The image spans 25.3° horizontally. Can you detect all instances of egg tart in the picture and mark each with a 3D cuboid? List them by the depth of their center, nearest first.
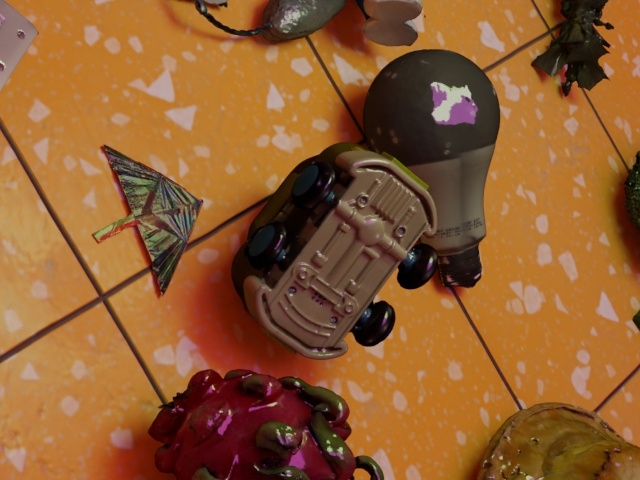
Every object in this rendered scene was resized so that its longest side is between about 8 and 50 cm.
[{"bbox_3d":[0.376,0.402,1.815,0.443,0.178,0.443,23,52,-33],"label":"egg tart"}]

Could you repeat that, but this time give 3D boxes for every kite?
[{"bbox_3d":[-0.198,-0.027,1.639,0.159,0.010,0.190,-16,80,-42],"label":"kite"}]

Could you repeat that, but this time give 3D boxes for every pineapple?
[{"bbox_3d":[0.406,-0.364,2.241,0.119,0.130,0.277,59,35,-47],"label":"pineapple"}]

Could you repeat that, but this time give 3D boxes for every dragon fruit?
[{"bbox_3d":[-0.050,0.246,1.526,0.218,0.198,0.273,-45,135,0],"label":"dragon fruit"}]

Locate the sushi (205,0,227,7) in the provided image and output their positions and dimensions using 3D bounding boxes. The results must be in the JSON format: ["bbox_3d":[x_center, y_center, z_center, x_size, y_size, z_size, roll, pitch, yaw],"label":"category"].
[{"bbox_3d":[-0.236,-0.434,1.758,0.290,0.050,0.264,10,79,-40],"label":"sushi"}]

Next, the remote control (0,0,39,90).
[{"bbox_3d":[-0.437,-0.269,1.508,0.277,0.055,0.103,40,50,-22],"label":"remote control"}]

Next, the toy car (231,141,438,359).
[{"bbox_3d":[0.000,0.000,1.685,0.204,0.198,0.248,37,89,-29],"label":"toy car"}]

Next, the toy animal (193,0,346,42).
[{"bbox_3d":[-0.066,-0.292,1.830,0.253,0.070,0.079,-16,68,-41],"label":"toy animal"}]

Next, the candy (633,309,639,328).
[{"bbox_3d":[0.569,0.081,2.190,0.194,0.097,0.062,-39,97,-43],"label":"candy"}]

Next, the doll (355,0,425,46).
[{"bbox_3d":[0.092,-0.395,1.926,0.161,0.215,0.257,-3,69,-15],"label":"doll"}]

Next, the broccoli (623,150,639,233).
[{"bbox_3d":[0.558,-0.070,2.192,0.198,0.176,0.226,53,12,-12],"label":"broccoli"}]

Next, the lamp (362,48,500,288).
[{"bbox_3d":[0.143,-0.094,1.874,0.182,0.182,0.314,2,90,-40],"label":"lamp"}]
